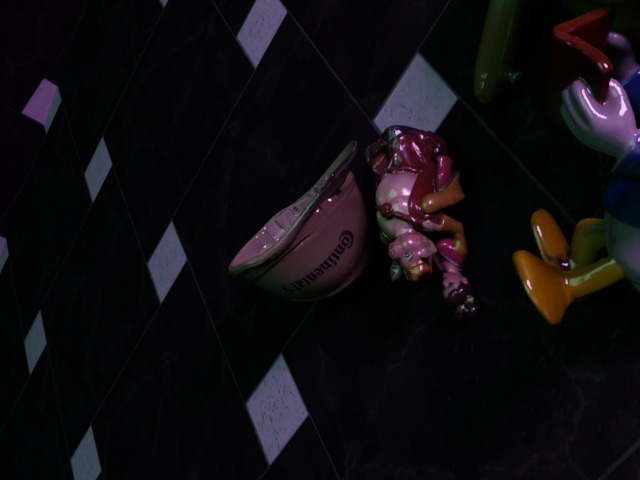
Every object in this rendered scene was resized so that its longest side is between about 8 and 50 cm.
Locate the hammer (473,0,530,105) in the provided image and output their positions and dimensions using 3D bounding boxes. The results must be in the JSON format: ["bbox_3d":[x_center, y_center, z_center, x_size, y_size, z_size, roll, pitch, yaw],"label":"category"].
[{"bbox_3d":[0.223,-0.302,0.956,0.113,0.202,0.305,23,117,28],"label":"hammer"}]

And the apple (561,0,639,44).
[{"bbox_3d":[0.307,-0.303,0.736,0.262,0.262,0.262,-20,64,49],"label":"apple"}]

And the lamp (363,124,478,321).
[{"bbox_3d":[0.122,-0.021,1.026,0.118,0.118,0.253,-33,54,43],"label":"lamp"}]

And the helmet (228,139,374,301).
[{"bbox_3d":[0.005,0.000,1.155,0.257,0.137,0.204,-42,10,28],"label":"helmet"}]

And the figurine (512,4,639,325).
[{"bbox_3d":[0.314,-0.094,0.731,0.338,0.283,0.204,-25,18,27],"label":"figurine"}]
